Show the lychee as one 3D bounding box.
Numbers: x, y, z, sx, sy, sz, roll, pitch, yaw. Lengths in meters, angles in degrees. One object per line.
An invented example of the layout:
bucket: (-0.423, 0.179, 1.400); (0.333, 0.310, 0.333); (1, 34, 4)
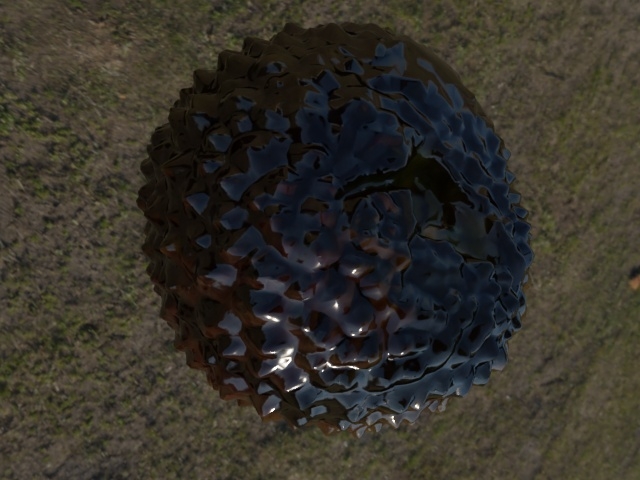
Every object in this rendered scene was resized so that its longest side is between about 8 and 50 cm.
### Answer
lychee: (0.000, 0.000, 0.441); (0.267, 0.267, 0.268); (-20, 123, -34)
